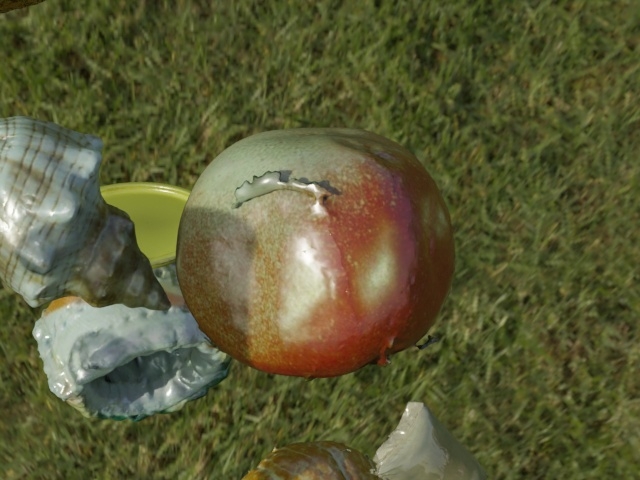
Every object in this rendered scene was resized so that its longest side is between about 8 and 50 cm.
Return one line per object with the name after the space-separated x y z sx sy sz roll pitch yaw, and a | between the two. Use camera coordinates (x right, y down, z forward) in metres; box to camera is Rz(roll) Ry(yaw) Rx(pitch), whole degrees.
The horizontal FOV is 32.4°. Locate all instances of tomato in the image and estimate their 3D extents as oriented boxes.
0.000 0.000 1.190 0.303 0.303 0.239 -13 113 -13 | tomato

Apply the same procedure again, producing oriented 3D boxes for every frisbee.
-0.252 -0.019 1.454 0.236 0.017 0.236 0 29 0 | frisbee

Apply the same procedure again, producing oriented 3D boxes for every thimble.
-0.277 0.150 1.654 0.288 0.254 0.167 -8 55 -27 | thimble

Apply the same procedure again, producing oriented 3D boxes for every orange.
-0.014 0.497 1.851 0.249 0.329 0.329 25 62 41 | orange

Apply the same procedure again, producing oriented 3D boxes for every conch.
-0.303 -0.061 1.159 0.169 0.203 0.386 -38 96 -6 | conch

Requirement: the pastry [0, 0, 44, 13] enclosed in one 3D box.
-0.265 -0.187 0.702 0.189 0.189 0.103 -12 103 -12 | pastry

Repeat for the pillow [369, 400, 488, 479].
0.154 0.320 1.536 0.119 0.053 0.208 -49 124 -9 | pillow
